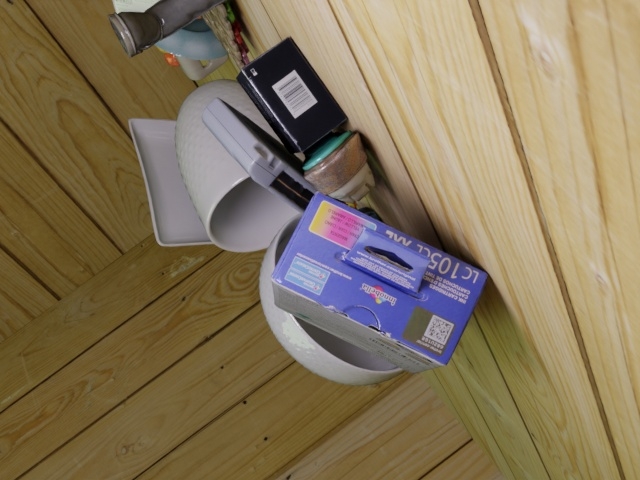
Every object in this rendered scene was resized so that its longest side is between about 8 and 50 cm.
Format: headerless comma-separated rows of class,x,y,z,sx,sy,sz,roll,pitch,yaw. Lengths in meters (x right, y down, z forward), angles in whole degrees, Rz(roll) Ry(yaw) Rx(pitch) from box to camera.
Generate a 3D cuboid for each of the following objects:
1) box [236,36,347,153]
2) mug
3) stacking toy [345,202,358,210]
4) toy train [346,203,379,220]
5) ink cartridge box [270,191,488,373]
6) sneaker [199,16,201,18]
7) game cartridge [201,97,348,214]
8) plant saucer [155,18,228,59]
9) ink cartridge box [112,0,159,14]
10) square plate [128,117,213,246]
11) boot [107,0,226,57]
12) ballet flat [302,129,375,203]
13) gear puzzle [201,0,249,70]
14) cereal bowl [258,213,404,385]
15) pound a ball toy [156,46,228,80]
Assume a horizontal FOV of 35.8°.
box,-0.049,-0.225,1.561,0.156,0.093,0.158,54,175,-8
mug,-0.145,-0.177,2.201,0.374,0.276,0.328,13,-141,-47
stacking toy,0.000,0.000,2.161,0.052,0.221,0.167,34,-179,-9
toy train,0.084,-0.018,1.992,0.105,0.080,0.184,64,176,-16
ink cartridge box,0.077,0.072,1.450,0.270,0.151,0.395,26,172,3
sneaker,-0.308,-0.554,1.964,0.262,0.099,0.121,40,-142,-14
game cartridge,-0.063,-0.115,1.616,0.297,0.062,0.198,34,-173,-48
plant saucer,-0.265,-0.435,1.998,0.195,0.195,0.037,52,140,31
ink cartridge box,-0.332,-0.516,1.847,0.134,0.078,0.231,13,141,17
square plate,-0.257,-0.128,2.296,0.049,0.344,0.347,-49,50,47
boot,-0.211,-0.354,1.499,0.189,0.209,0.076,-117,2,-76
ballet flat,0.035,-0.115,1.553,0.106,0.108,0.316,50,-173,-9
gear puzzle,-0.193,-0.448,1.785,0.175,0.044,0.339,54,174,17
cereal bowl,0.033,0.116,1.793,0.339,0.339,0.141,53,136,10
pound a ball toy,-0.347,-0.512,2.347,0.208,0.136,0.319,53,176,15
